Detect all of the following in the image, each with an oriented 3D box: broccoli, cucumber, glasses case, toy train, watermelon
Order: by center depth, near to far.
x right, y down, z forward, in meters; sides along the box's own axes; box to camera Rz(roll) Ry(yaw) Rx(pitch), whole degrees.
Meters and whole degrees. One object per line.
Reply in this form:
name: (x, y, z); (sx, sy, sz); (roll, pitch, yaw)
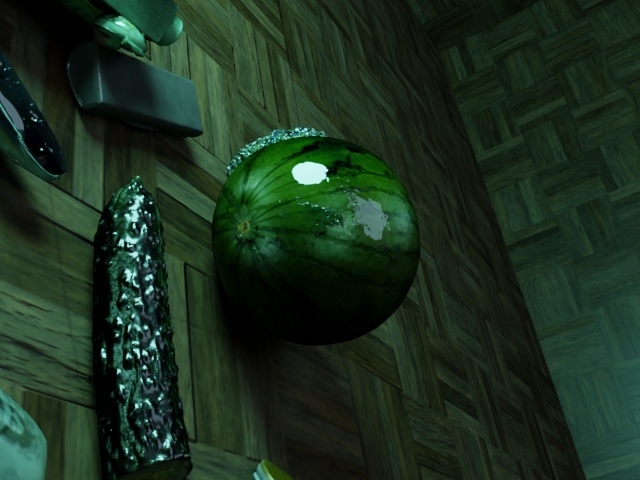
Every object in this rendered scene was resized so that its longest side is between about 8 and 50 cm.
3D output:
toy train: (-0.286, -0.145, 0.602); (0.233, 0.051, 0.052); (62, 21, -18)
cucumber: (-0.158, 0.068, 0.647); (0.072, 0.072, 0.300); (37, 33, -51)
toy train: (-0.250, -0.277, 0.738); (0.157, 0.105, 0.253); (28, -2, 38)
glasses case: (-0.199, -0.161, 0.839); (0.191, 0.042, 0.072); (4, 67, -67)
watermelon: (-0.004, 0.000, 0.861); (0.242, 0.242, 0.242); (50, 26, -35)
broccoli: (-0.035, -0.073, 1.016); (0.167, 0.155, 0.160); (20, 70, -63)

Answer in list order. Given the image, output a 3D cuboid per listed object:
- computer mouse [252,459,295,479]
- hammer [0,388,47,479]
computer mouse: (-0.002, 0.303, 0.751); (0.199, 0.045, 0.102); (61, -11, -11)
hammer: (-0.197, 0.128, 0.299); (0.202, 0.113, 0.305); (50, -3, -30)
